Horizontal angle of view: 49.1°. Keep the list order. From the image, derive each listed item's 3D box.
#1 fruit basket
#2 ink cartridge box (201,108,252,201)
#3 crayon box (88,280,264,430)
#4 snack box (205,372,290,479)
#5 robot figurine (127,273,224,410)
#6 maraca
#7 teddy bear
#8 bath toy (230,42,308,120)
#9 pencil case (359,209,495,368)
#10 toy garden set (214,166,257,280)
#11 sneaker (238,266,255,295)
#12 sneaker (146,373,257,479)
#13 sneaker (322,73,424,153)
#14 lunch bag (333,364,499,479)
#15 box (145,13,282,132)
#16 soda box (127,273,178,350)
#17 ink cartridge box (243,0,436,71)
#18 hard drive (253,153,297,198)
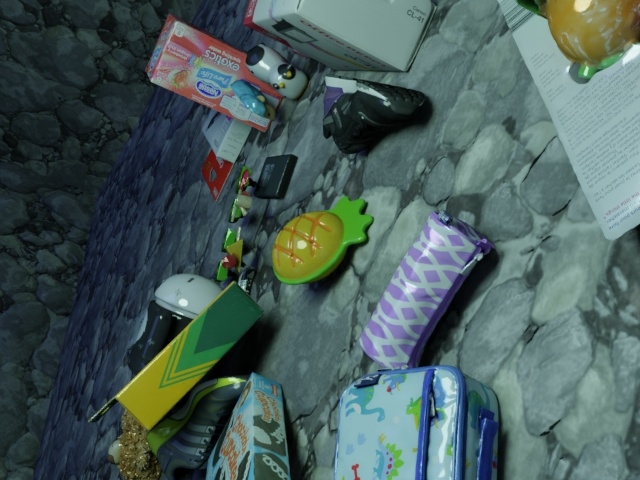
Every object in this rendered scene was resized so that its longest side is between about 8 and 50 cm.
[{"bbox_3d":[0.328,-0.225,0.624,0.327,0.165,0.353,-45,50,41],"label":"fruit basket"},{"bbox_3d":[-0.281,-0.263,1.922,0.239,0.060,0.275,-61,26,13],"label":"ink cartridge box"},{"bbox_3d":[-0.251,0.226,1.235,0.323,0.083,0.203,-44,0,-20],"label":"crayon box"},{"bbox_3d":[-0.114,0.351,1.035,0.187,0.060,0.322,-63,12,11],"label":"snack box"},{"bbox_3d":[-0.292,0.205,1.443,0.209,0.173,0.278,16,86,65],"label":"robot figurine"},{"bbox_3d":[0.000,0.000,1.122,0.186,0.099,0.127,-33,47,13],"label":"maraca"},{"bbox_3d":[-0.414,0.396,1.616,0.245,0.113,0.338,-35,41,53],"label":"teddy bear"},{"bbox_3d":[-0.059,-0.434,1.526,0.348,0.151,0.129,-57,2,10],"label":"bath toy"},{"bbox_3d":[0.127,0.065,0.837,0.088,0.086,0.206,42,112,39],"label":"pencil case"},{"bbox_3d":[-0.166,-0.032,1.465,0.204,0.049,0.244,156,127,-78],"label":"toy garden set"},{"bbox_3d":[-0.152,0.094,1.430,0.037,0.032,0.083,38,104,40],"label":"sneaker"},{"bbox_3d":[-0.196,0.339,1.260,0.300,0.111,0.121,-46,58,31],"label":"sneaker"},{"bbox_3d":[0.079,-0.194,1.137,0.283,0.107,0.124,-137,56,-67],"label":"sneaker"},{"bbox_3d":[0.096,0.241,0.726,0.176,0.090,0.219,-16,55,43],"label":"lunch bag"},{"bbox_3d":[-0.242,-0.394,1.658,0.154,0.300,0.142,-63,27,14],"label":"box"},{"bbox_3d":[-0.365,0.189,1.691,0.286,0.098,0.091,-40,37,45],"label":"soda box"},{"bbox_3d":[0.020,-0.398,1.232,0.131,0.226,0.306,-67,25,5],"label":"ink cartridge box"},{"bbox_3d":[-0.098,-0.136,1.499,0.135,0.022,0.094,8,78,65],"label":"hard drive"}]
